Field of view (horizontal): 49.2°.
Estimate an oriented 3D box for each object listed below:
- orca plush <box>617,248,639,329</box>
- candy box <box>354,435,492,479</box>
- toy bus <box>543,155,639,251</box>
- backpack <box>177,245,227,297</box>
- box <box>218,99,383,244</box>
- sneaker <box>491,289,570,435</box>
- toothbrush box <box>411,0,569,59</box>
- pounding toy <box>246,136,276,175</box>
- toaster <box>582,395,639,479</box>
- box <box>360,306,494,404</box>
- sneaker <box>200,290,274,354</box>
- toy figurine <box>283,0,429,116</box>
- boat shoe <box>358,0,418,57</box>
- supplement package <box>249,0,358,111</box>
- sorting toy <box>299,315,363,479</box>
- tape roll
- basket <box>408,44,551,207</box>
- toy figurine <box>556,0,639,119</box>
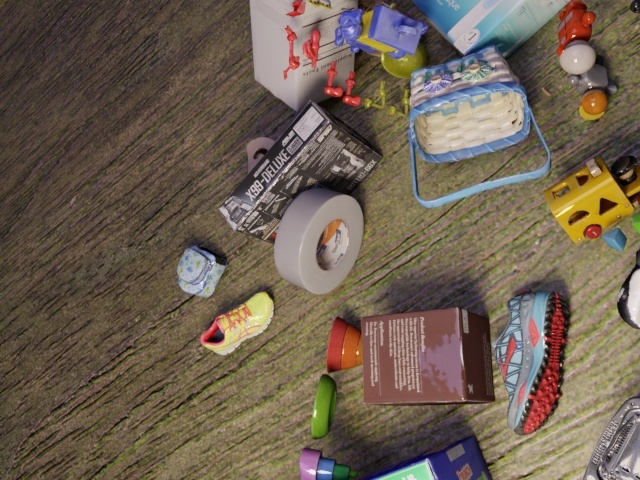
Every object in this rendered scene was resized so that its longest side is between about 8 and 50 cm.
[{"bbox_3d":[0.574,0.011,1.192,0.102,0.151,0.287,24,95,65],"label":"orca plush"},{"bbox_3d":[0.124,0.473,1.253,0.317,0.268,0.122,-31,70,22],"label":"candy box"},{"bbox_3d":[0.489,-0.091,1.207,0.202,0.104,0.191,-53,24,-18],"label":"toy bus"},{"bbox_3d":[-0.303,0.078,1.736,0.105,0.084,0.114,25,94,36],"label":"backpack"},{"bbox_3d":[-0.036,-0.127,1.525,0.307,0.242,0.076,-48,58,14],"label":"box"},{"bbox_3d":[0.373,0.221,1.282,0.125,0.104,0.261,2,74,50],"label":"sneaker"},{"bbox_3d":[0.369,-0.522,1.442,0.295,0.126,0.216,-41,60,16],"label":"toothbrush box"},{"bbox_3d":[-0.137,-0.163,1.649,0.154,0.155,0.269,34,97,29],"label":"pounding toy"},{"bbox_3d":[0.519,0.339,1.112,0.129,0.146,0.227,27,93,33],"label":"toaster"},{"bbox_3d":[0.202,0.227,1.328,0.203,0.167,0.168,-9,73,30],"label":"box"},{"bbox_3d":[-0.196,0.193,1.632,0.208,0.094,0.081,-44,58,14],"label":"sneaker"},{"bbox_3d":[0.130,-0.372,1.385,0.217,0.363,0.191,9,86,56],"label":"toy figurine"},{"bbox_3d":[0.088,-0.517,1.621,0.324,0.116,0.123,29,94,34],"label":"boat shoe"},{"bbox_3d":[-0.038,-0.474,1.565,0.175,0.293,0.177,-29,54,-27],"label":"supplement package"},{"bbox_3d":[0.058,0.315,1.380,0.126,0.127,0.365,7,47,10],"label":"sorting toy"},{"bbox_3d":[0.000,0.000,1.483,0.072,0.219,0.219,20,89,34],"label":"tape roll"},{"bbox_3d":[0.286,-0.215,1.358,0.255,0.201,0.288,-16,63,14],"label":"basket"},{"bbox_3d":[0.534,-0.328,1.234,0.213,0.209,0.148,-10,56,26],"label":"toy figurine"}]
